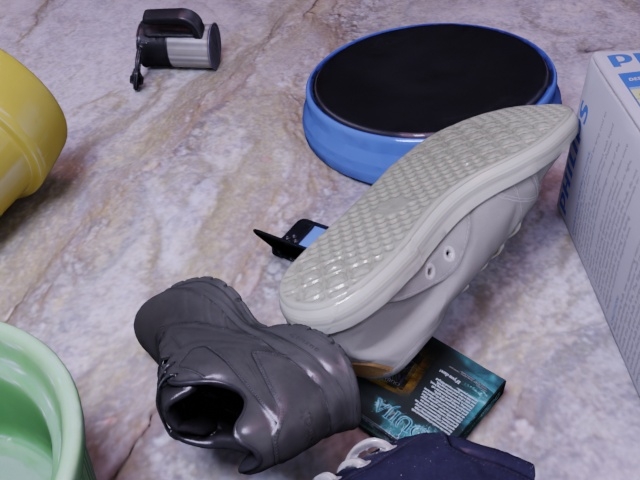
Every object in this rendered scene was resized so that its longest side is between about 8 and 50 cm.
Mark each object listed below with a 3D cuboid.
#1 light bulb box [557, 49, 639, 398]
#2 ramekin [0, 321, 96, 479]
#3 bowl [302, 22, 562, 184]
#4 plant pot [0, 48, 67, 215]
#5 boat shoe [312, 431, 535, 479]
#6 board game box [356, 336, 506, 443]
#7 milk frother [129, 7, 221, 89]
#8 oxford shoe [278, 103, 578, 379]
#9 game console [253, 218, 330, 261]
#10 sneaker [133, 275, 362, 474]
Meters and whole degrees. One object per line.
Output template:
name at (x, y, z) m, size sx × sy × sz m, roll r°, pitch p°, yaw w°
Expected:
light bulb box at (0.477, -0.019, 0.668) m, size 0.358 × 0.225 × 0.361 m, roll -1°, pitch 40°, yaw 3°
ramekin at (-0.316, 0.216, 0.493) m, size 0.304 × 0.148 × 0.303 m, roll -1°, pitch 42°, yaw 1°
bowl at (0.164, -0.223, 1.002) m, size 0.392 × 0.077 × 0.391 m, roll -5°, pitch 41°, yaw 4°
plant pot at (-0.477, -0.093, 0.802) m, size 0.254 × 0.254 × 0.238 m, roll 7°, pitch 58°, yaw 10°
boat shoe at (0.013, 0.223, 0.507) m, size 0.341 × 0.127 × 0.158 m, roll 11°, pitch 36°, yaw 3°
board game box at (0.071, 0.136, 0.660) m, size 0.186 × 0.026 × 0.126 m, roll 30°, pitch 51°, yaw 31°
milk frother at (-0.259, -0.325, 1.164) m, size 0.135 × 0.129 × 0.143 m, roll 3°, pitch 85°, yaw 7°
oxford shoe at (0.137, -0.018, 0.712) m, size 0.169 × 0.130 × 0.449 m, roll 5°, pitch 38°, yaw 48°
game console at (0.000, 0.000, 0.784) m, size 0.122 × 0.071 × 0.107 m, roll 21°, pitch 46°, yaw 23°
sneaker at (-0.102, 0.111, 0.585) m, size 0.130 × 0.108 × 0.286 m, roll -25°, pitch 24°, yaw -38°
